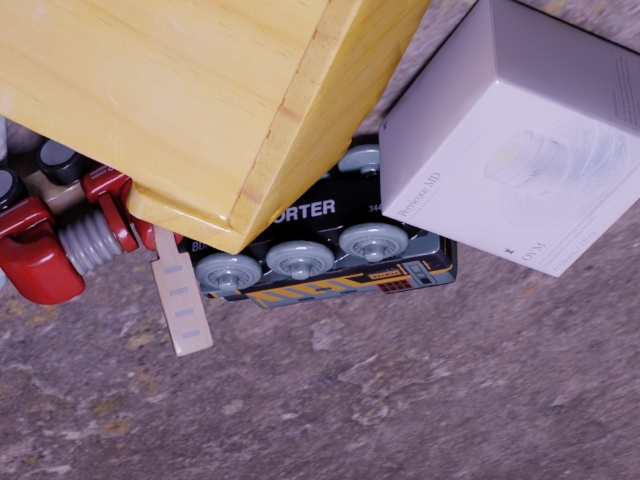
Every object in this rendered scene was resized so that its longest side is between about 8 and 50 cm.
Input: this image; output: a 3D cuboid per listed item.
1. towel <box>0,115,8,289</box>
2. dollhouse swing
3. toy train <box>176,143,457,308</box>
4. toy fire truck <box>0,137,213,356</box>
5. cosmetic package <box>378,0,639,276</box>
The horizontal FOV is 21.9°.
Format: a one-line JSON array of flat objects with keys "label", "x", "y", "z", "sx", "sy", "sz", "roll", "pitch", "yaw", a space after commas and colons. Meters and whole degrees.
[{"label": "towel", "x": -0.538, "y": -0.066, "z": 1.860, "sx": 0.375, "sy": 0.090, "sz": 0.320, "roll": 6, "pitch": 144, "yaw": -4}, {"label": "dollhouse swing", "x": -0.095, "y": -0.225, "z": 1.473, "sx": 0.305, "sy": 0.315, "sz": 0.347, "roll": 34, "pitch": 129, "yaw": 9}, {"label": "toy train", "x": 0.000, "y": 0.000, "z": 1.882, "sx": 0.334, "sy": 0.142, "sz": 0.190, "roll": -12, "pitch": 151, "yaw": 19}, {"label": "toy fire truck", "x": -0.229, "y": 0.014, "z": 1.777, "sx": 0.217, "sy": 0.246, "sz": 0.158, "roll": -29, "pitch": 140, "yaw": -3}, {"label": "cosmetic package", "x": 0.210, "y": -0.103, "z": 1.705, "sx": 0.225, "sy": 0.138, "sz": 0.224, "roll": 20, "pitch": 136, "yaw": -20}]
